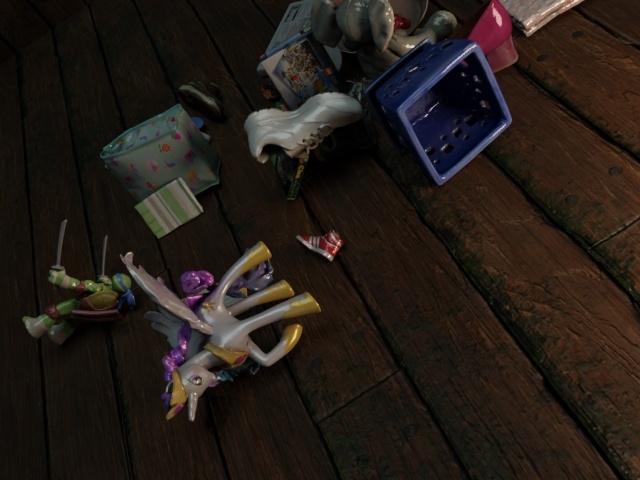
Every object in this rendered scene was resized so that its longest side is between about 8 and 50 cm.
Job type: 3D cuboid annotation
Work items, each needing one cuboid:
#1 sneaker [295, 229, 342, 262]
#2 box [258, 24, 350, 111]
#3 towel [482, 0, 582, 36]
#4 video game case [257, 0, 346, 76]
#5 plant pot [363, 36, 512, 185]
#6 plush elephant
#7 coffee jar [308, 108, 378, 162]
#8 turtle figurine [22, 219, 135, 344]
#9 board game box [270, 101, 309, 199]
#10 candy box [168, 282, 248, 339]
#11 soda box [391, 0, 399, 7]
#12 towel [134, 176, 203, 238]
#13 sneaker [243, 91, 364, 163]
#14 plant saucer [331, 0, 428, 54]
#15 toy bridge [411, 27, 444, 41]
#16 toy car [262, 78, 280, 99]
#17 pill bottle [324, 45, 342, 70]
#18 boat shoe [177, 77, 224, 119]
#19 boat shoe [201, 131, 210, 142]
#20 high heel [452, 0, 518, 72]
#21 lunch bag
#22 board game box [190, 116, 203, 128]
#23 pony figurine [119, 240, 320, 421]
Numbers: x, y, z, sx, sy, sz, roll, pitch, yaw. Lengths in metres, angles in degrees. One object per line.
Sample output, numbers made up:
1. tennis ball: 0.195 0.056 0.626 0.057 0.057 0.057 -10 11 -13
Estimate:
1. sneaker: 0.000 0.000 1.721 0.118 0.042 0.067 29 75 38
2. box: -0.033 -0.419 1.982 0.159 0.233 0.044 -30 35 6
3. towel: 0.580 -0.678 1.944 0.317 0.053 0.332 -32 41 6
4. video game case: -0.016 -0.643 2.328 0.300 0.036 0.329 -3 50 32
5. plant pot: 0.248 -0.304 1.697 0.236 0.236 0.212 -41 35 -4
6. plush elephant: 0.132 -0.528 1.855 0.271 0.255 0.330 19 64 31
7. coffee jar: 0.043 -0.257 1.885 0.184 0.096 0.079 -14 10 23
8. turtle figurine: -0.620 0.120 1.921 0.266 0.275 0.198 -38 7 4
9. board game box: -0.089 -0.232 1.941 0.030 0.136 0.260 2 38 -21
10. candy box: -0.263 0.157 1.766 0.205 0.027 0.105 -24 46 14
11. soda box: 0.185 -0.637 2.170 0.169 0.053 0.060 -45 42 -10
12. towel: -0.403 -0.087 2.029 0.152 0.113 0.023 -30 14 9
13. sneaker: -0.035 -0.257 1.793 0.297 0.111 0.129 -15 61 15
14. plant saucer: 0.148 -0.623 2.106 0.310 0.050 0.311 -10 57 16
15. toy bridge: 0.258 -0.544 2.058 0.188 0.026 0.063 11 62 40
16. toy car: -0.136 -0.451 2.245 0.040 0.060 0.122 -62 2 40
17. pill bottle: -0.036 -0.491 2.101 0.119 0.119 0.208 -51 26 -16
18. boat shoe: -0.352 -0.450 2.335 0.095 0.095 0.257 -40 41 -13
19. boat shoe: -0.370 -0.310 2.231 0.100 0.035 0.035 15 38 -5
20. high heel: 0.279 -0.438 1.828 0.377 0.181 0.127 -27 43 11
21. lunch bag: -0.436 -0.211 2.073 0.262 0.223 0.160 -23 37 17
22. board game box: -0.423 -0.307 2.297 0.133 0.033 0.169 12 53 41
23. pony figurine: -0.228 0.164 1.577 0.363 0.303 0.351 -34 54 -14
